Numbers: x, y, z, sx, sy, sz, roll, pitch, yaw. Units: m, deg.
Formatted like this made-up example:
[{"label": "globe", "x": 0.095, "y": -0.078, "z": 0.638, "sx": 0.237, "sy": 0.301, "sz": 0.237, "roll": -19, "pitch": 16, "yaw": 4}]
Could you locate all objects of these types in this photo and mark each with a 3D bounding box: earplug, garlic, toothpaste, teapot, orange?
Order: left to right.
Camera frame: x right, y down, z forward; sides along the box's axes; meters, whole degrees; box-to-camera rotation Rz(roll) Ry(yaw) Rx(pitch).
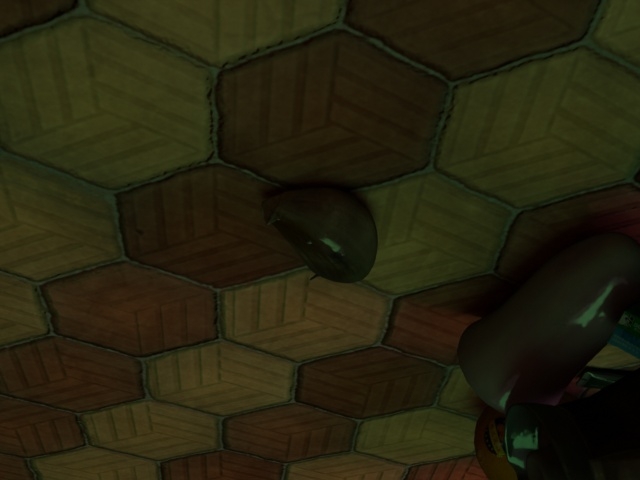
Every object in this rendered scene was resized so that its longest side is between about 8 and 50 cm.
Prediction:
[{"label": "garlic", "x": 0.011, "y": 0.004, "z": 1.182, "sx": 0.128, "sy": 0.090, "sz": 0.198, "roll": 1, "pitch": 155, "yaw": 23}, {"label": "orange", "x": 0.376, "y": 0.352, "z": 1.590, "sx": 0.219, "sy": 0.193, "sz": 0.219, "roll": -15, "pitch": 154, "yaw": -7}, {"label": "earplug", "x": 0.337, "y": 0.101, "z": 1.261, "sx": 0.172, "sy": 0.172, "sz": 0.301, "roll": 13, "pitch": 137, "yaw": -20}, {"label": "toothpaste", "x": 0.539, "y": 0.244, "z": 1.571, "sx": 0.204, "sy": 0.031, "sz": 0.049, "roll": 6, "pitch": 143, "yaw": -7}, {"label": "teapot", "x": 0.445, "y": 0.270, "z": 1.201, "sx": 0.344, "sy": 0.253, "sz": 0.300, "roll": -13, "pitch": 171, "yaw": -11}, {"label": "toothpaste", "x": 0.454, "y": 0.105, "z": 1.216, "sx": 0.266, "sy": 0.065, "sz": 0.050, "roll": -11, "pitch": 129, "yaw": -56}]
